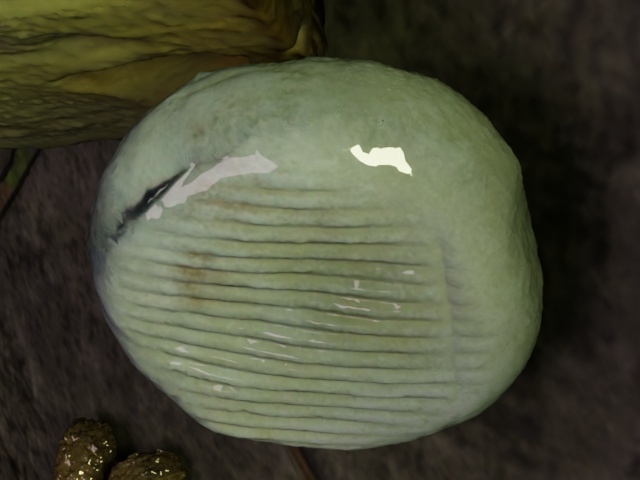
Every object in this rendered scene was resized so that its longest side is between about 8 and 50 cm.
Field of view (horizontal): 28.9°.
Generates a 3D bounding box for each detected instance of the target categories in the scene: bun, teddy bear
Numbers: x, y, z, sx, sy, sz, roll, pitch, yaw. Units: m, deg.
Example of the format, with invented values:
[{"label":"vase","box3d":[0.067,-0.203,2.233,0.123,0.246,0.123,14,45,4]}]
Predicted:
[{"label":"bun","box3d":[0.000,0.000,0.389,0.141,0.083,0.141,6,132,7]},{"label":"teddy bear","box3d":[-0.107,0.178,0.616,0.119,0.078,0.160,11,113,44]}]

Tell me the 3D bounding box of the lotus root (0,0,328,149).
[{"label":"lotus root","box3d":[-0.132,-0.118,0.385,0.260,0.267,0.149,-6,83,28]}]
